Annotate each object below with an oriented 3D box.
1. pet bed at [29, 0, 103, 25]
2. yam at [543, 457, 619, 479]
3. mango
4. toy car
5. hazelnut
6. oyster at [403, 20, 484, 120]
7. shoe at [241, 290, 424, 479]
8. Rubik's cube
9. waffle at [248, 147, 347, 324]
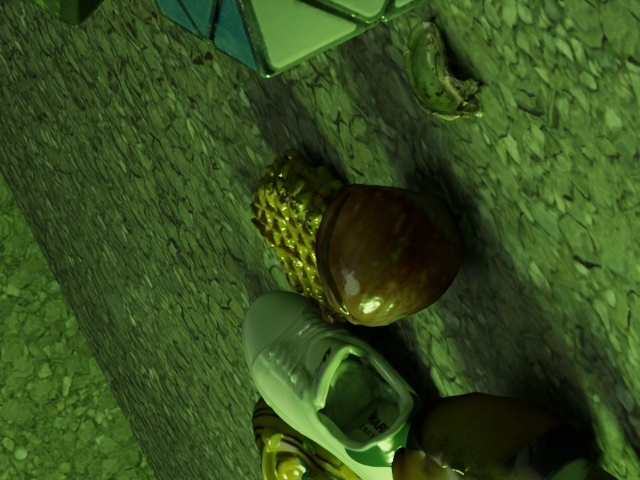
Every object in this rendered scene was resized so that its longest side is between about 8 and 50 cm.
[{"bbox_3d":[-0.288,-0.371,2.047,0.159,0.183,0.211,30,157,11],"label":"pet bed"},{"bbox_3d":[0.258,0.245,1.621,0.146,0.070,0.070,32,158,5],"label":"yam"},{"bbox_3d":[0.165,0.245,1.784,0.201,0.153,0.287,60,162,16],"label":"mango"},{"bbox_3d":[-0.004,0.274,2.323,0.248,0.142,0.200,30,144,56],"label":"toy car"},{"bbox_3d":[0.061,0.015,1.749,0.143,0.143,0.154,62,-179,-1],"label":"hazelnut"},{"bbox_3d":[0.110,-0.143,1.581,0.081,0.038,0.083,4,95,41],"label":"oyster"},{"bbox_3d":[0.007,0.149,2.088,0.363,0.132,0.160,43,170,39],"label":"shoe"},{"bbox_3d":[-0.029,-0.275,1.452,0.205,0.207,0.205,35,147,53],"label":"Rubik's cube"},{"bbox_3d":[0.000,0.000,2.027,0.197,0.070,0.193,51,160,22],"label":"waffle"}]
